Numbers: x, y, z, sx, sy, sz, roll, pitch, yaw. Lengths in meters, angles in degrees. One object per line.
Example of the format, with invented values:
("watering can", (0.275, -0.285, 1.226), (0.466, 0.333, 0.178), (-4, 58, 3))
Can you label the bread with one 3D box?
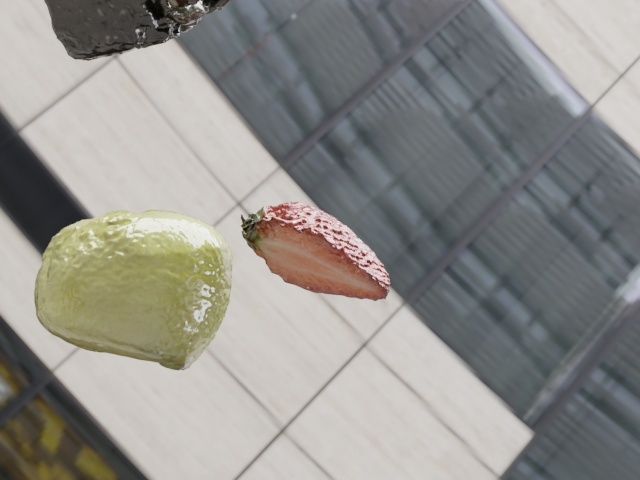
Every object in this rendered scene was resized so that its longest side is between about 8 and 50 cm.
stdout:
("bread", (-0.288, 0.067, 2.060), (0.320, 0.237, 0.320), (12, -10, 2))

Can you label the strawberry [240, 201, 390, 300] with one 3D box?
("strawberry", (-0.003, 0.002, 2.014), (0.236, 0.107, 0.175), (34, -30, -16))

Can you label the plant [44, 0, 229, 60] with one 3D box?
("plant", (-0.225, -0.324, 1.612), (0.234, 0.204, 0.178), (-18, -81, 17))
